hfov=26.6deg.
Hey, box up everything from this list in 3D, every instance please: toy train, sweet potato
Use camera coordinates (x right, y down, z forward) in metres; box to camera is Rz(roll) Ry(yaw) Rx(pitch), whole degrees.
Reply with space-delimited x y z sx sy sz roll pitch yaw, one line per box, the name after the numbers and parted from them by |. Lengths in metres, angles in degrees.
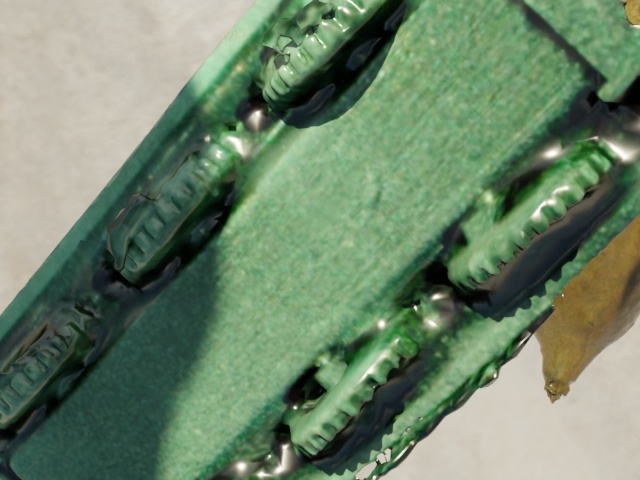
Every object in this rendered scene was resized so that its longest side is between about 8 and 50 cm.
0.000 0.000 0.512 0.138 0.178 0.330 43 115 -2 | toy train
0.227 -0.055 1.079 0.158 0.158 0.370 22 108 25 | sweet potato
